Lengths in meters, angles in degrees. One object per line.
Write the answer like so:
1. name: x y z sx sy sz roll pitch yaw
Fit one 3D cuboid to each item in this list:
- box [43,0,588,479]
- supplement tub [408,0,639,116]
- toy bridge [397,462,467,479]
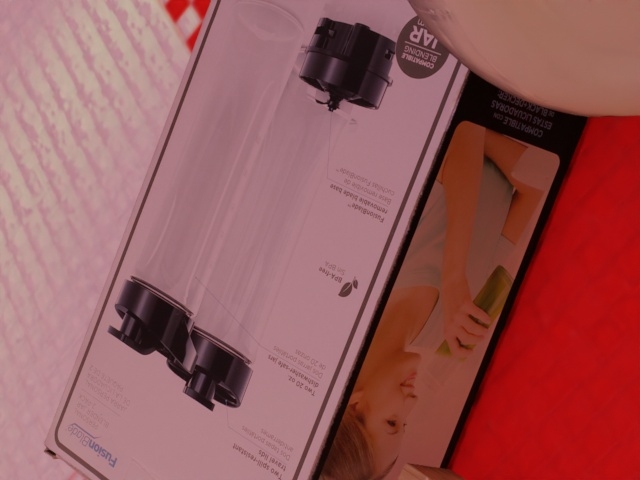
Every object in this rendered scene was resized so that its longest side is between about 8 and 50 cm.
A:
1. box: 0.000 0.000 0.762 0.169 0.087 0.290 26 97 44
2. supplement tub: 0.085 -0.219 0.627 0.207 0.207 0.338 -47 37 25
3. toy bridge: 0.105 0.134 0.645 0.188 0.063 0.026 29 99 45
